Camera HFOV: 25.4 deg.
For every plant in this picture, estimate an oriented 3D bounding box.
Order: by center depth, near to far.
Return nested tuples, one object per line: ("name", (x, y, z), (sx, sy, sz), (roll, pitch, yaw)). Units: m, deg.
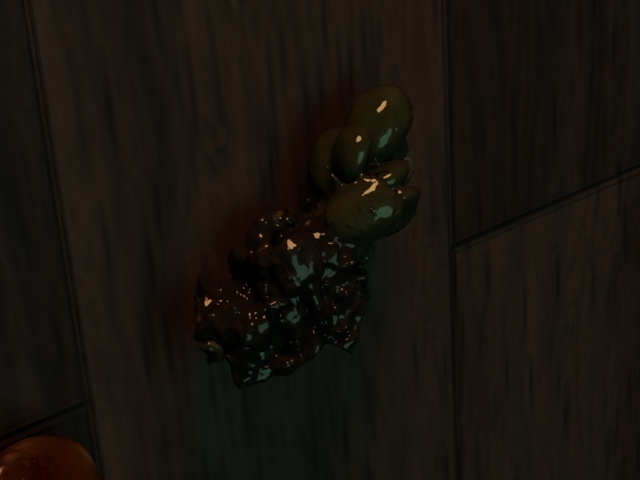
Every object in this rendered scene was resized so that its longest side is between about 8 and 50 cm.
("plant", (0.000, 0.000, 0.728), (0.174, 0.087, 0.085), (-56, 168, -13))

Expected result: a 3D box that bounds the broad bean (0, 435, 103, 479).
("broad bean", (-0.150, 0.170, 0.659), (0.114, 0.084, 0.165), (-3, 112, -77))
